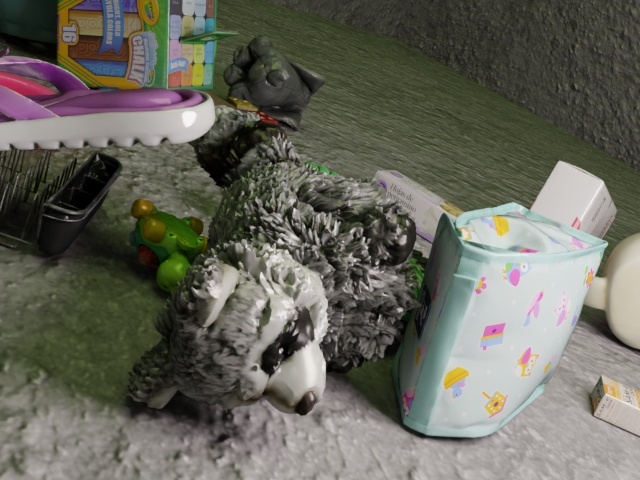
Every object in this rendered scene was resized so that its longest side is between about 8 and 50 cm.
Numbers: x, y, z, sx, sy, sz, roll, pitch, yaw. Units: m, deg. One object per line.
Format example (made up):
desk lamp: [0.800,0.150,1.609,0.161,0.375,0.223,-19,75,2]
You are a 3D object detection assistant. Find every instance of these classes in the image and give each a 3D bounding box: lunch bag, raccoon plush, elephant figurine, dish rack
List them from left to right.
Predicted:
dish rack: [-0.385,-0.078,1.024,0.271,0.074,0.208,20,19,-6]
raccoon plush: [-0.115,0.014,0.921,0.299,0.216,0.446,-5,28,-42]
elephant figurine: [-0.073,-0.321,1.889,0.239,0.169,0.186,25,42,-44]
lunch bag: [0.184,0.084,0.993,0.160,0.224,0.262,27,21,30]

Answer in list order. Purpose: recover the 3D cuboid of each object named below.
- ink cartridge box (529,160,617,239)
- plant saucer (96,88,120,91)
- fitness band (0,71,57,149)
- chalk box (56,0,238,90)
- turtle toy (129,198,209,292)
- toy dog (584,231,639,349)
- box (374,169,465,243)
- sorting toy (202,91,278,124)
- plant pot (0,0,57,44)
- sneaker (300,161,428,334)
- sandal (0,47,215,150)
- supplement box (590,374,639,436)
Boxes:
ink cartridge box: [0.434,-0.029,1.558,0.092,0.159,0.218,32,3,28]
plant saucer: [-0.335,-0.233,1.548,0.119,0.021,0.119,19,20,-7]
fitness band: [-0.488,-0.200,1.255,0.290,0.054,0.209,5,26,-42]
chalk box: [-0.291,-0.352,1.554,0.288,0.179,0.180,9,13,20]
turtle toy: [-0.175,0.010,1.026,0.095,0.066,0.130,21,19,-36]
toy dog: [0.638,0.076,1.508,0.395,0.285,0.408,-9,7,28]
box: [0.222,-0.023,1.539,0.324,0.063,0.067,35,22,31]
sorting toy: [-0.202,-0.230,1.644,0.132,0.046,0.274,33,23,27]
plant pot: [-0.521,-0.483,1.701,0.292,0.196,0.293,11,14,-3]
sneaker: [0.000,0.000,1.143,0.146,0.134,0.343,-3,32,-49]
sandal: [-0.326,-0.163,0.977,0.415,0.102,0.169,-3,20,-10]
supplement box: [0.404,0.220,1.151,0.098,0.036,0.062,24,19,5]
